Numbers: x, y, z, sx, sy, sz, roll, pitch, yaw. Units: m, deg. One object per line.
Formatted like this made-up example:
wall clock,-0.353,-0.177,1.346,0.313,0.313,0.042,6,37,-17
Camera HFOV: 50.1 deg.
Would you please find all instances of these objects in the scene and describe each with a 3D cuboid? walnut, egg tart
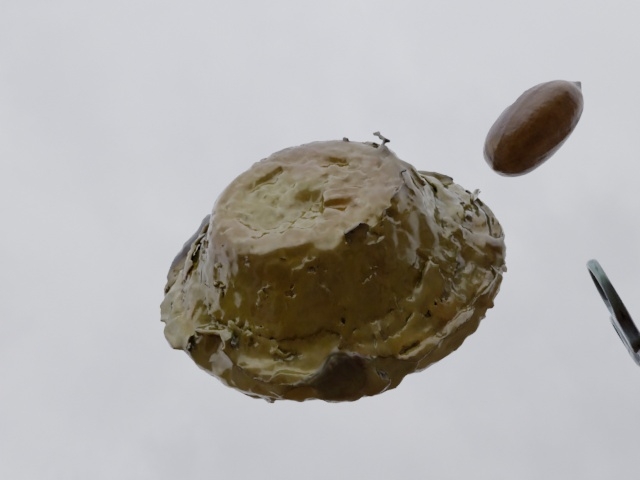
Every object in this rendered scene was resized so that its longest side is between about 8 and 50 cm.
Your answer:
walnut,0.339,-0.182,1.078,0.207,0.116,0.116,-46,-61,-6
egg tart,0.000,0.000,0.560,0.294,0.295,0.116,-14,-50,5

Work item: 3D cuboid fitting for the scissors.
scissors,0.520,0.215,1.052,0.029,0.383,0.256,-28,-49,14
